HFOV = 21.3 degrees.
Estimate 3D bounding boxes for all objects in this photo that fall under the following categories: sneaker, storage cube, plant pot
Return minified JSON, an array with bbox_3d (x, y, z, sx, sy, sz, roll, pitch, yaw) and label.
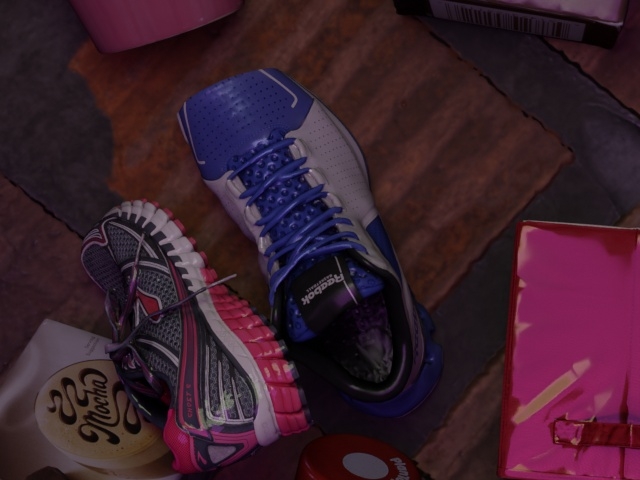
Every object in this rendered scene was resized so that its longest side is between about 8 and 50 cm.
[{"bbox_3d":[0.001,0.001,1.357,0.127,0.182,0.315,-29,87,3],"label":"sneaker"},{"bbox_3d":[0.235,0.093,1.319,0.183,0.215,0.193,4,84,7],"label":"storage cube"},{"bbox_3d":[-0.124,0.067,1.334,0.112,0.299,0.121,-28,128,-16],"label":"sneaker"},{"bbox_3d":[-0.149,-0.257,1.381,0.201,0.201,0.180,-17,103,6],"label":"plant pot"}]

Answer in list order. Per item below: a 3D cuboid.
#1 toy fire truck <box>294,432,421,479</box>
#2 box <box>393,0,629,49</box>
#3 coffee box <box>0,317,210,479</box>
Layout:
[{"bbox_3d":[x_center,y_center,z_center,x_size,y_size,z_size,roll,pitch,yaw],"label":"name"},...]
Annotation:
[{"bbox_3d":[0.069,0.293,1.296,0.254,0.302,0.169,18,112,10],"label":"toy fire truck"},{"bbox_3d":[0.184,-0.360,1.364,0.191,0.143,0.381,10,89,7],"label":"box"},{"bbox_3d":[-0.200,0.213,1.317,0.168,0.297,0.119,18,127,6],"label":"coffee box"}]
